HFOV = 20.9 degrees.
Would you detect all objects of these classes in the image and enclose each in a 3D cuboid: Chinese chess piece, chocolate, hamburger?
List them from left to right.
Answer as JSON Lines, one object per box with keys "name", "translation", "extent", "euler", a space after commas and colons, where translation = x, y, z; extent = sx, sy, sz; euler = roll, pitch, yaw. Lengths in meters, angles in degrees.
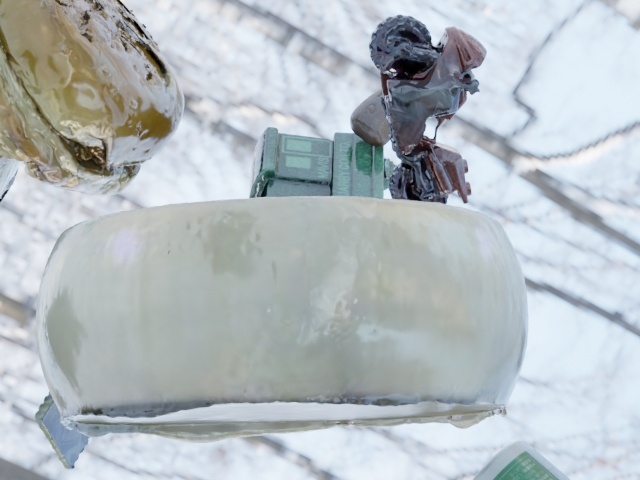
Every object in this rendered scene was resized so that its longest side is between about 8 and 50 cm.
{"name": "hamburger", "translation": [-0.295, -0.198, 1.927], "extent": [0.174, 0.284, 0.304], "euler": [-38, 169, 12]}
{"name": "Chinese chess piece", "translation": [-0.026, 0.060, 1.194], "extent": [0.338, 0.338, 0.140], "euler": [-20, -110, 60]}
{"name": "chocolate", "translation": [0.082, -0.159, 2.049], "extent": [0.101, 0.031, 0.064], "euler": [-40, -123, -19]}

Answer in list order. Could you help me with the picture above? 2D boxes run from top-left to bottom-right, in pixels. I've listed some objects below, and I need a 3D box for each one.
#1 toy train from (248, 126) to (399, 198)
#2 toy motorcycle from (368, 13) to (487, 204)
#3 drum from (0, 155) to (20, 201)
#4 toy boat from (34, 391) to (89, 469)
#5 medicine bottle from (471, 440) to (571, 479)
{"name": "toy train", "translation": [0.000, 0.000, 2.022], "extent": [0.330, 0.178, 0.138], "euler": [-87, -174, -47]}
{"name": "toy motorcycle", "translation": [0.118, -0.130, 1.770], "extent": [0.084, 0.118, 0.212], "euler": [-116, -163, -71]}
{"name": "drum", "translation": [-0.610, -0.218, 2.504], "extent": [0.214, 0.431, 0.431], "euler": [-49, -157, 53]}
{"name": "toy boat", "translation": [-0.305, 0.221, 2.072], "extent": [0.016, 0.115, 0.063], "euler": [13, -124, 26]}
{"name": "medicine bottle", "translation": [0.297, 0.370, 2.049], "extent": [0.274, 0.133, 0.133], "euler": [41, -73, 23]}
